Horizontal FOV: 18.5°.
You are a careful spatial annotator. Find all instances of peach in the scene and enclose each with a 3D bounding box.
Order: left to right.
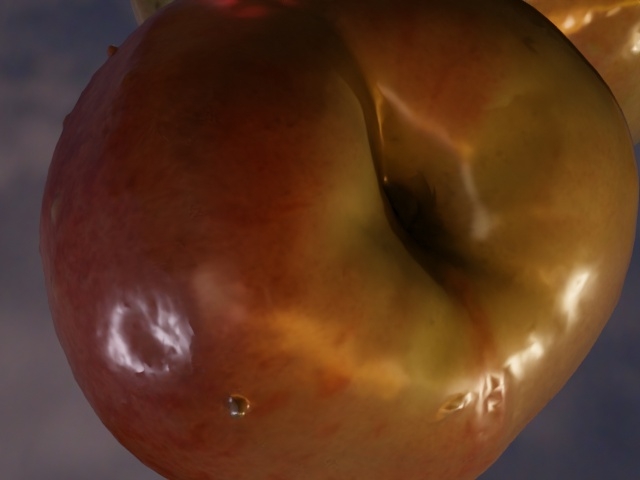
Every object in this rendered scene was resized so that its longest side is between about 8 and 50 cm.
[{"bbox_3d":[0.000,0.000,0.725,0.232,0.232,0.232,15,-150,-9],"label":"peach"}]

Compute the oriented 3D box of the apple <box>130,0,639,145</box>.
[{"bbox_3d":[0.069,-0.170,0.969,0.319,0.319,0.277,31,-171,20],"label":"apple"}]
